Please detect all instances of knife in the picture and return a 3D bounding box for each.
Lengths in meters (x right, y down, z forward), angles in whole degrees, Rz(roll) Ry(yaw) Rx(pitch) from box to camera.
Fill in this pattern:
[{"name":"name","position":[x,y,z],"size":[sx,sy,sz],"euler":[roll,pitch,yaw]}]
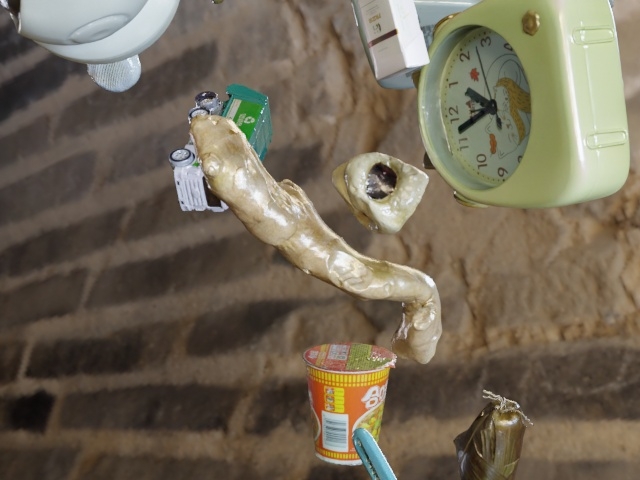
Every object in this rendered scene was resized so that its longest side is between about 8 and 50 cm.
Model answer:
[{"name":"knife","position":[0.103,0.397,1.724],"size":[0.031,0.222,0.064],"euler":[-10,150,-33]}]

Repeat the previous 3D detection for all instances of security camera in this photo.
[{"name":"security camera","position":[-0.235,-0.279,1.044],"size":[0.195,0.194,0.236],"euler":[-25,180,-2]}]

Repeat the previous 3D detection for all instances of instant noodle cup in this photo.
[{"name":"instant noodle cup","position":[0.057,0.335,2.210],"size":[0.193,0.212,0.193],"euler":[1,-168,0]}]

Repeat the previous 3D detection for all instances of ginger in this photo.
[{"name":"ginger","position":[0.000,0.000,0.895],"size":[0.075,0.288,0.089],"euler":[-46,-160,15]}]

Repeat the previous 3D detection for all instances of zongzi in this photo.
[{"name":"zongzi","position":[0.330,0.431,2.010],"size":[0.111,0.241,0.247],"euler":[0,149,-10]}]

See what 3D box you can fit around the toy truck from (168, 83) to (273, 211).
[{"name":"toy truck","position":[-0.159,-0.155,1.771],"size":[0.124,0.114,0.253],"euler":[3,-138,11]}]

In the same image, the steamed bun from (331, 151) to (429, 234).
[{"name":"steamed bun","position":[0.103,-0.105,2.137],"size":[0.140,0.155,0.172],"euler":[-61,-163,-12]}]

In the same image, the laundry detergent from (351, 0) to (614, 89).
[{"name":"laundry detergent","position":[0.260,-0.384,1.736],"size":[0.398,0.264,0.124],"euler":[-7,-137,17]}]

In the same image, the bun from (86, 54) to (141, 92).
[{"name":"bun","position":[-0.293,-0.250,1.546],"size":[0.083,0.083,0.045],"euler":[-18,-164,28]}]

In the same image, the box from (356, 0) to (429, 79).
[{"name":"box","position":[0.083,-0.283,1.348],"size":[0.040,0.154,0.084],"euler":[-17,-177,-26]}]

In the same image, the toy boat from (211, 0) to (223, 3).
[{"name":"toy boat","position":[-0.141,-0.429,1.702],"size":[0.075,0.077,0.185],"euler":[-11,-178,-28]}]

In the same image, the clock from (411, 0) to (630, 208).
[{"name":"clock","position":[0.253,-0.186,1.486],"size":[0.117,0.286,0.348],"euler":[-10,-176,-32]}]
